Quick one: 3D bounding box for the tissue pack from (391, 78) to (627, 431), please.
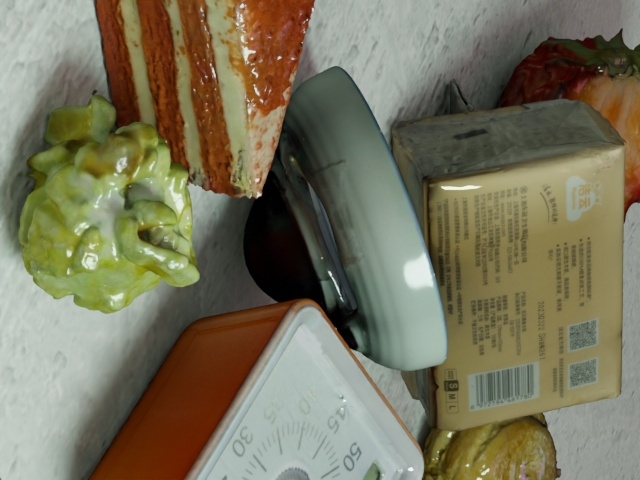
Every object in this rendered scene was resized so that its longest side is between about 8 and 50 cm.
[{"bbox_3d":[0.181,0.004,1.956,0.238,0.239,0.305,-42,138,-44],"label":"tissue pack"}]

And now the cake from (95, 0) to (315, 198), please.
[{"bbox_3d":[-0.099,-0.165,1.386,0.160,0.158,0.262,4,102,-57],"label":"cake"}]

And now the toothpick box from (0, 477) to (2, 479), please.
[{"bbox_3d":[-0.279,0.162,1.294,0.098,0.098,0.149,-59,149,-26],"label":"toothpick box"}]

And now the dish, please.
[{"bbox_3d":[0.000,0.000,1.637,0.134,0.273,0.273,-21,134,-7],"label":"dish"}]

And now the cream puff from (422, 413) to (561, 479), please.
[{"bbox_3d":[0.184,0.252,2.147,0.189,0.129,0.189,-21,118,-47],"label":"cream puff"}]

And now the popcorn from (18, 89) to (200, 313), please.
[{"bbox_3d":[-0.159,-0.018,1.404,0.141,0.162,0.135,-46,-176,-5],"label":"popcorn"}]

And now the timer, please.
[{"bbox_3d":[-0.045,0.217,1.596,0.250,0.161,0.257,46,60,-26],"label":"timer"}]

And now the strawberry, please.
[{"bbox_3d":[0.279,-0.104,2.121,0.253,0.150,0.280,-26,131,-34],"label":"strawberry"}]
